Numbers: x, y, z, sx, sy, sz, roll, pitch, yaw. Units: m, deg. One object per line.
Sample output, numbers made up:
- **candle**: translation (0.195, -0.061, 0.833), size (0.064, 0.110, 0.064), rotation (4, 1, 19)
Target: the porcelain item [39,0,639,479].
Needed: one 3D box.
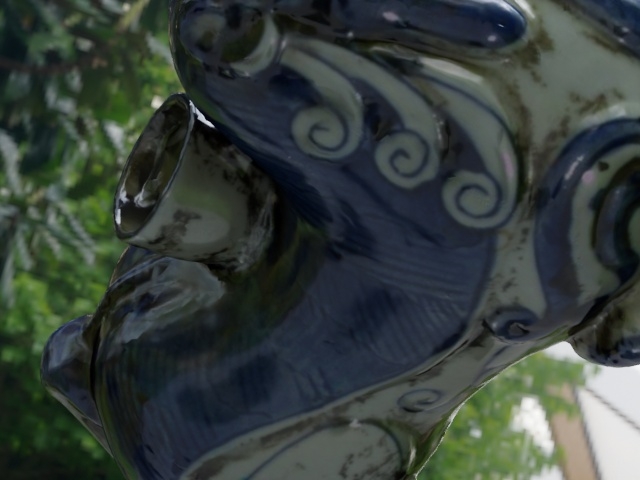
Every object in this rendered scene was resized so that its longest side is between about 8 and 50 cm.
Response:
- **porcelain item**: translation (0.000, 0.000, 0.507), size (0.186, 0.138, 0.288), rotation (26, -46, -20)
